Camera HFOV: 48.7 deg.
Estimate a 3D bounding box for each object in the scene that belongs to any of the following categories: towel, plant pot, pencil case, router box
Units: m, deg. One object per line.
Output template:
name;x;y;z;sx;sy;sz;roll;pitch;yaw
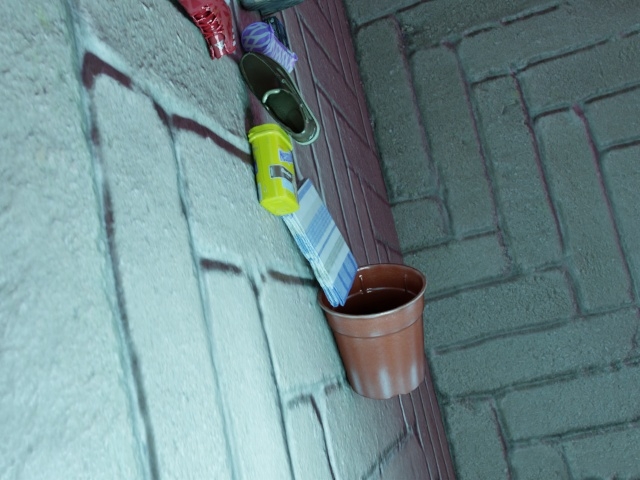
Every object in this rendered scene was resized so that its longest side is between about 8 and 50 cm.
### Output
towel;0.000;0.000;1.715;0.285;0.034;0.209;60;26;-17
plant pot;0.148;0.236;1.782;0.272;0.272;0.265;-74;155;-65
pencil case;-0.124;-0.468;1.750;0.206;0.088;0.086;12;62;-74
router box;-0.117;-0.555;1.976;0.092;0.038;0.123;-2;78;-76

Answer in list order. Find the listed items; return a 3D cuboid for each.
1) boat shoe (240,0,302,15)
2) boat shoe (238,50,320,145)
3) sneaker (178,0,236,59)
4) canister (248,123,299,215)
boat shoe;-0.129;-0.680;1.868;0.355;0.132;0.130;-57;131;-74
boat shoe;-0.096;-0.325;1.559;0.257;0.095;0.095;49;14;11
sneaker;-0.207;-0.425;1.369;0.221;0.087;0.128;-28;101;-75
canister;-0.099;-0.151;1.542;0.126;0.073;0.170;38;41;-68
